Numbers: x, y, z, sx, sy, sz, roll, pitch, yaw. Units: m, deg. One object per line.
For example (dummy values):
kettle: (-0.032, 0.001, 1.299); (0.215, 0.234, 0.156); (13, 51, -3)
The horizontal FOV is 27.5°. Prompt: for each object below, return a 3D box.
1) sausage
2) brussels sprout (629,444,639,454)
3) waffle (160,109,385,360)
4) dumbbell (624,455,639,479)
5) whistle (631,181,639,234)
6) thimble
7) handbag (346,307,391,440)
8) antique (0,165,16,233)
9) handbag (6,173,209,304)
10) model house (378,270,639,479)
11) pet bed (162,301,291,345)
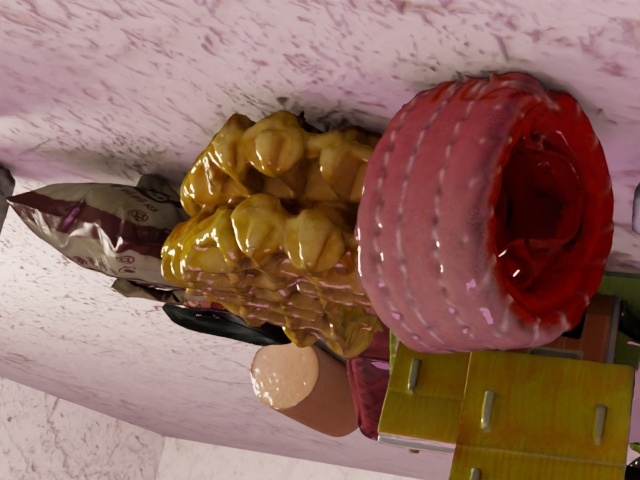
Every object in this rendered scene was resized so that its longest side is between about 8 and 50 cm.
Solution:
sausage: (-0.006, 0.237, 2.085); (0.123, 0.123, 0.253); (5, 164, 27)
brussels sprout: (0.415, 0.190, 1.460); (0.223, 0.161, 0.223); (6, 166, 1)
waffle: (0.000, 0.000, 1.159); (0.261, 0.151, 0.324); (20, 161, -10)
dumbbell: (0.391, 0.357, 1.560); (0.204, 0.203, 0.322); (2, 179, 36)
whistle: (0.365, -0.004, 0.946); (0.274, 0.093, 0.186); (11, 139, 20)
thimble: (0.117, -0.012, 0.924); (0.163, 0.189, 0.125); (27, 159, -38)
handbag: (0.111, 0.141, 1.536); (0.146, 0.135, 0.225); (8, 146, 14)
antique: (-0.400, 0.000, 1.430); (0.088, 0.183, 0.086); (19, 164, -17)
handbag: (-0.175, -0.002, 1.346); (0.213, 0.127, 0.235); (8, 177, 43)
model house: (0.179, 0.124, 1.199); (0.300, 0.323, 0.340); (6, 119, 14)
pet bed: (-0.130, 0.109, 1.851); (0.201, 0.053, 0.201); (13, 164, 4)
